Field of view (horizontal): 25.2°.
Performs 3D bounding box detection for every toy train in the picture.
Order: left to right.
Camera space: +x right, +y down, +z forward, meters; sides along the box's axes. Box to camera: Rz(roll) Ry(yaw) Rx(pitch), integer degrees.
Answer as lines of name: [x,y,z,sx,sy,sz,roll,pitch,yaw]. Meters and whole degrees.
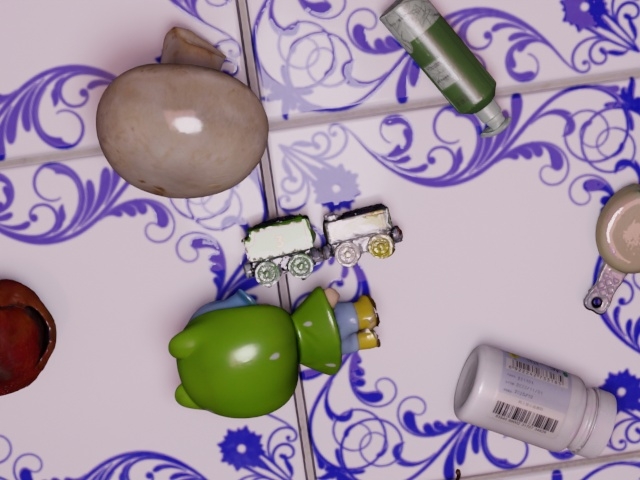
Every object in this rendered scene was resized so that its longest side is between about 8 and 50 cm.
toy train: [0.000,0.000,1.772,0.202,0.060,0.081,-14,97,-2]

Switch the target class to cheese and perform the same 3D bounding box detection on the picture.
cheese: [0.388,0.014,1.803,0.092,0.047,0.171,7,101,-2]

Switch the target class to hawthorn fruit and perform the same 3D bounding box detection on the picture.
hawthorn fruit: [-0.398,0.121,1.719,0.148,0.172,0.148,1,96,11]

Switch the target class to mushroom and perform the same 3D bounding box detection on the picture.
mushroom: [-0.161,-0.154,1.682,0.204,0.204,0.204,-1,102,-3]

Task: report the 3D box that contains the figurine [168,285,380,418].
figurine: [-0.056,0.129,1.758,0.263,0.143,0.162,-13,134,-13]

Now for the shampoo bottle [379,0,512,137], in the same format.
shampoo bottle: [0.157,-0.210,1.738,0.065,0.065,0.204,-40,101,5]

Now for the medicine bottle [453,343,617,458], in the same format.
medicine bottle: [0.270,0.206,1.808,0.186,0.103,0.103,19,100,-6]

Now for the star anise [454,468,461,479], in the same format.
star anise: [0.193,0.378,1.853,0.097,0.070,0.191,-6,122,1]
